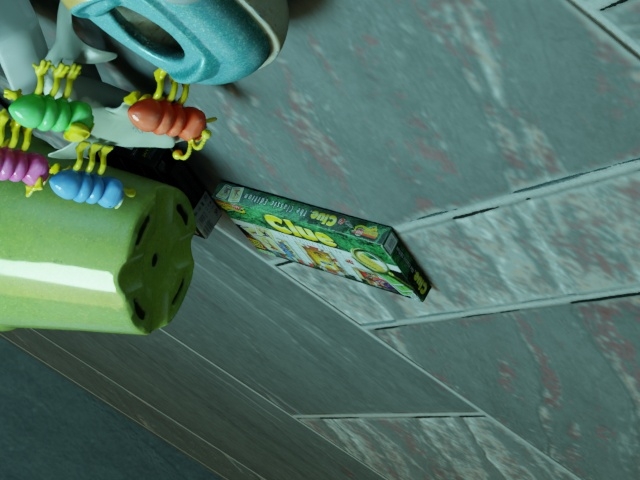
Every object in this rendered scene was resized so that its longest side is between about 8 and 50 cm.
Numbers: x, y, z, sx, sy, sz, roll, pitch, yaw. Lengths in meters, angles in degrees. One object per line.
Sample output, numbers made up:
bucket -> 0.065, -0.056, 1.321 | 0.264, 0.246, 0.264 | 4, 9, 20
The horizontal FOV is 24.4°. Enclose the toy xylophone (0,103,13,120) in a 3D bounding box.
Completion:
toy xylophone -> -0.540, -0.180, 2.048 | 0.236, 0.081, 0.323 | 39, 159, -25

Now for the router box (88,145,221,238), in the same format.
router box -> -0.216, -0.080, 1.872 | 0.133, 0.046, 0.179 | 21, 159, 28

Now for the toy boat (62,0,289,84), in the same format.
toy boat -> -0.132, -0.225, 1.198 | 0.267, 0.148, 0.318 | 35, 161, -16

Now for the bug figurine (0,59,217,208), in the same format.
bug figurine -> -0.248, -0.099, 1.557 | 0.216, 0.072, 0.279 | 9, 155, -32

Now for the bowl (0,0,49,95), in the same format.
bowl -> -0.329, -0.234, 1.557 | 0.142, 0.053, 0.142 | 62, 171, 20

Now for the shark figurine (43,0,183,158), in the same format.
shark figurine -> -0.254, -0.181, 1.597 | 0.166, 0.116, 0.278 | -13, 156, 15

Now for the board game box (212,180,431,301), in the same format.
board game box -> 0.000, 0.000, 1.785 | 0.260, 0.030, 0.136 | 16, 155, 36

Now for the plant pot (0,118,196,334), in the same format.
plant pot -> -0.298, 0.004, 1.791 | 0.254, 0.276, 0.276 | 9, 155, 21
